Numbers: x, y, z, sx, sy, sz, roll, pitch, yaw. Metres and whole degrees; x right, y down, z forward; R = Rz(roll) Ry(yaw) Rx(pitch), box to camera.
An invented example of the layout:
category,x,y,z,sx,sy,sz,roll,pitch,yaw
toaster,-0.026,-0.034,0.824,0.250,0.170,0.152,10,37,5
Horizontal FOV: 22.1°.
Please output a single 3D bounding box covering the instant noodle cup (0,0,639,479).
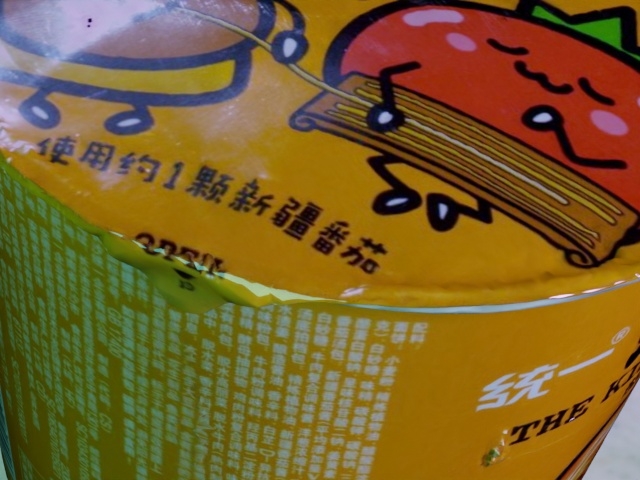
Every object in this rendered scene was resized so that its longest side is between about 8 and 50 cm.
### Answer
category,x,y,z,sx,sy,sz,roll,pitch,yaw
instant noodle cup,0.000,0.000,0.436,0.215,0.216,0.172,16,131,6
